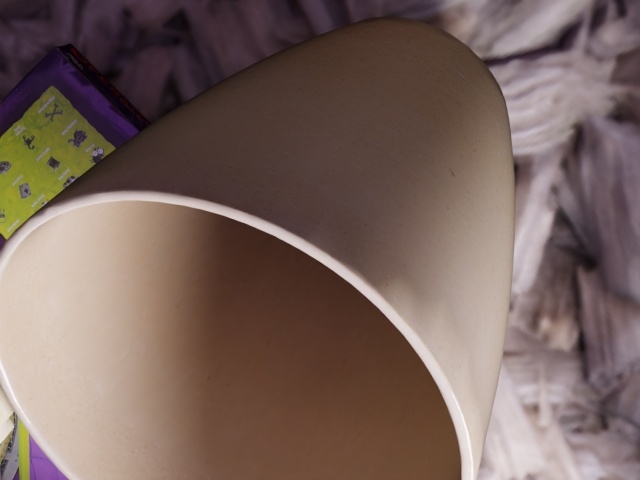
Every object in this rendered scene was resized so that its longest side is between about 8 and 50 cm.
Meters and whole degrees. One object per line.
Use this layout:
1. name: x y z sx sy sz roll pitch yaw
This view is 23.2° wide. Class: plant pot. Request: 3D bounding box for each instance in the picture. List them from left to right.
1. plant pot: 0.000 0.000 0.842 0.257 0.274 0.256 14 132 16

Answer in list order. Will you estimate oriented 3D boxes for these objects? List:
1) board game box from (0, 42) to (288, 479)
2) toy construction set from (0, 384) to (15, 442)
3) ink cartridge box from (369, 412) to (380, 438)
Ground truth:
1. board game box: -0.208 0.068 0.994 0.347 0.056 0.208 -43 92 10
2. toy construction set: -0.279 0.052 0.846 0.215 0.151 0.327 -19 123 25
3. ink cartridge box: 0.054 0.205 0.963 0.078 0.134 0.231 -26 98 8
